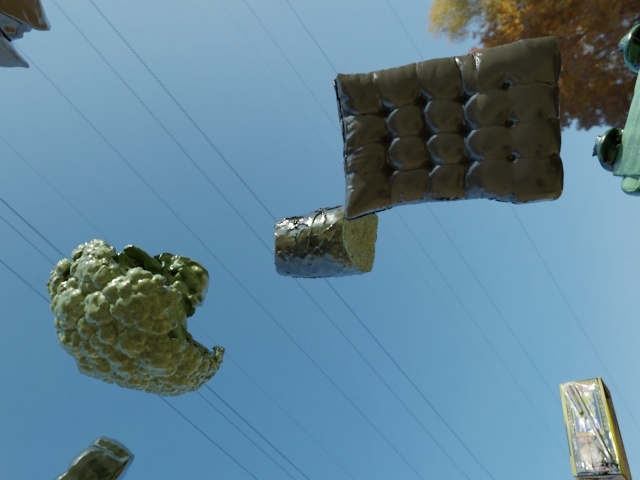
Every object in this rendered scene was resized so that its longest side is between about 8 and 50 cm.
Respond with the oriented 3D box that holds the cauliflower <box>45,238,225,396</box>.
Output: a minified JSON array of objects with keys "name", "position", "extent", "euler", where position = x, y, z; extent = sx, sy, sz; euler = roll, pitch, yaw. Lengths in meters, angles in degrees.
[{"name":"cauliflower","position":[-0.293,0.115,0.710],"extent":[0.250,0.272,0.275],"euler":[-55,-33,-53]}]

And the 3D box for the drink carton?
[{"name":"drink carton","position":[0.446,0.311,0.690],"extent":[0.056,0.071,0.166],"euler":[48,-142,-22]}]

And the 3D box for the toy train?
[{"name":"toy train","position":[0.547,-0.206,0.625],"extent":[0.202,0.120,0.301],"euler":[9,-86,-12]}]

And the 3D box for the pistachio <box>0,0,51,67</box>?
[{"name":"pistachio","position":[-0.359,-0.247,0.396],"extent":[0.129,0.131,0.206],"euler":[-52,-20,4]}]

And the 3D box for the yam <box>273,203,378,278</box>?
[{"name":"yam","position":[-0.003,0.001,1.173],"extent":[0.201,0.271,0.203],"euler":[29,-121,-50]}]

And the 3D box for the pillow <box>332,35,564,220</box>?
[{"name":"pillow","position":[0.180,-0.156,0.636],"extent":[0.101,0.326,0.228],"euler":[-32,-63,-73]}]

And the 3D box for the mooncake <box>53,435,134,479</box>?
[{"name":"mooncake","position":[-0.469,0.495,0.858],"extent":[0.104,0.175,0.168],"euler":[29,-102,3]}]
